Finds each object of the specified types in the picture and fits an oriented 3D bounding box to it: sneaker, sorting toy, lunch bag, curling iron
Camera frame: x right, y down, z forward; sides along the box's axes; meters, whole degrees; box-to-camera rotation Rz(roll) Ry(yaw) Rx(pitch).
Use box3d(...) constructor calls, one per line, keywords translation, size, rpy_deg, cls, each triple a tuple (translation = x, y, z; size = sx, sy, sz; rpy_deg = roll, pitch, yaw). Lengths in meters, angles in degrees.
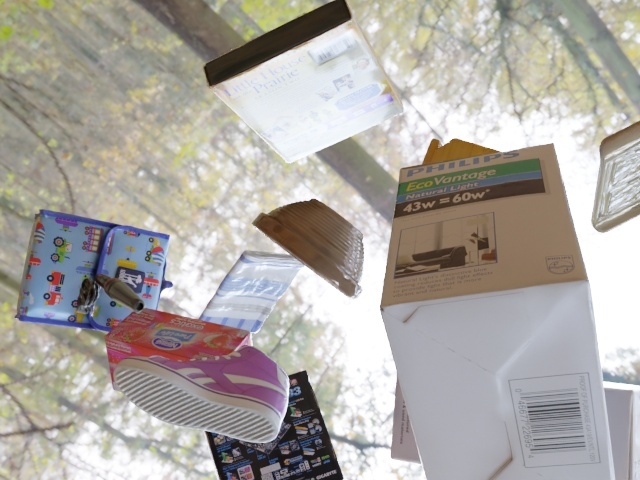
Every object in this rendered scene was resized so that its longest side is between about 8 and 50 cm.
box3d(translation=(-0.190, 0.229, 1.317), size=(0.161, 0.282, 0.102), rpy_deg=(-73, -176, -54), cls="sneaker")
box3d(translation=(0.561, -0.147, 1.235), size=(0.307, 0.229, 0.041), rpy_deg=(-27, -126, -2), cls="sorting toy")
box3d(translation=(-0.450, 0.075, 1.619), size=(0.138, 0.294, 0.220), rpy_deg=(-6, -106, 65), cls="lunch bag")
box3d(translation=(-0.300, 0.084, 1.147), size=(0.274, 0.035, 0.068), rpy_deg=(1, -108, 58), cls="curling iron")

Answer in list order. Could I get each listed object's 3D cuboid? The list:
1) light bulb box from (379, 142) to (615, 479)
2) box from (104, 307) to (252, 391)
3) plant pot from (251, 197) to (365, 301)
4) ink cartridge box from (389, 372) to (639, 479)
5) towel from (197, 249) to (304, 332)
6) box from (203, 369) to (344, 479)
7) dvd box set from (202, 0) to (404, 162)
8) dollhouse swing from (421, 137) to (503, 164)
box3d(translation=(0.233, 0.112, 1.037), size=(0.226, 0.357, 0.361), rpy_deg=(-8, -151, 15), cls="light bulb box")
box3d(translation=(-0.264, 0.228, 1.492), size=(0.257, 0.128, 0.122), rpy_deg=(10, -151, 21), cls="box")
box3d(translation=(0.000, 0.000, 1.429), size=(0.109, 0.237, 0.237), rpy_deg=(-53, -154, -4), cls="plant pot")
box3d(translation=(0.361, 0.317, 1.368), size=(0.395, 0.285, 0.166), rpy_deg=(1, -98, 31), cls="ink cartridge box")
box3d(translation=(-0.179, 0.138, 2.025), size=(0.285, 0.209, 0.034), rpy_deg=(-54, -130, 26), cls="towel")
box3d(translation=(-0.127, 0.506, 1.969), size=(0.073, 0.296, 0.293), rpy_deg=(108, -37, -64), cls="box")
box3d(translation=(-0.018, -0.315, 1.657), size=(0.308, 0.420, 0.062), rpy_deg=(-23, -111, 13), cls="dvd box set")
box3d(translation=(0.461, -0.064, 2.088), size=(0.347, 0.305, 0.315), rpy_deg=(26, -81, 43), cls="dollhouse swing")
